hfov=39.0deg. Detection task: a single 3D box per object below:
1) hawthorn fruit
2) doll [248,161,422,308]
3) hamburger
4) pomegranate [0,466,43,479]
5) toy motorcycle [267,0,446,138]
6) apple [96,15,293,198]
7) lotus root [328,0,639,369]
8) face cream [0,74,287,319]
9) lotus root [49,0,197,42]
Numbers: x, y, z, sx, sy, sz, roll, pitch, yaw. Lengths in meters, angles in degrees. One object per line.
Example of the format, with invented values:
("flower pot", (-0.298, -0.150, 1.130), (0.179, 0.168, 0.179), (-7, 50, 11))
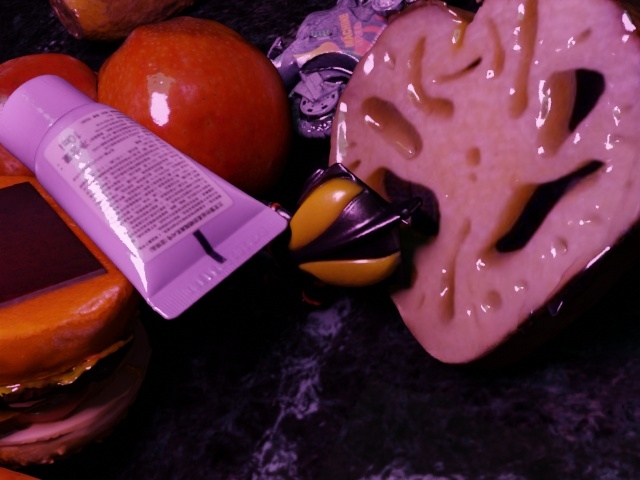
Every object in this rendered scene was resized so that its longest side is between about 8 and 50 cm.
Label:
("hawthorn fruit", (-0.336, -0.149, 1.131), (0.202, 0.185, 0.185), (-34, 50, -9))
("doll", (-0.001, 0.003, 0.872), (0.249, 0.127, 0.088), (-13, 48, 47))
("hamburger", (-0.298, 0.084, 0.878), (0.291, 0.225, 0.291), (7, 34, -5))
("pomegranate", (-0.295, 0.301, 0.760), (0.216, 0.215, 0.215), (-11, 52, 14))
("toy motorcycle", (0.033, -0.243, 1.101), (0.173, 0.108, 0.307), (17, 61, 37))
("apple", (-0.144, -0.134, 1.001), (0.230, 0.230, 0.229), (-11, 52, 14))
("lotus root", (0.162, -0.069, 0.835), (0.391, 0.111, 0.374), (6, 82, 47))
("face cream", (-0.178, -0.051, 0.839), (0.274, 0.096, 0.154), (37, 53, 20))
("lotus root", (-0.300, -0.376, 1.267), (0.180, 0.199, 0.188), (-42, 44, -17))
